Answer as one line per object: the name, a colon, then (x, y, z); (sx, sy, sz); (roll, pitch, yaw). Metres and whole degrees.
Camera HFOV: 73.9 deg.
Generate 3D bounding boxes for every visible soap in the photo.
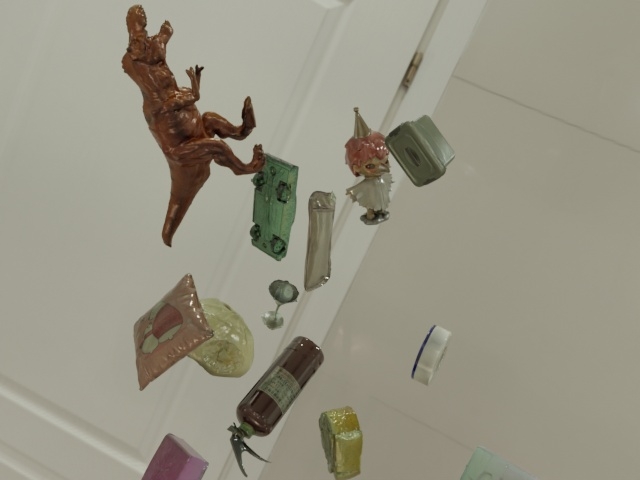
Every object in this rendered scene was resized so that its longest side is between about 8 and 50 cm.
soap: (-0.479, 0.759, 1.382); (0.081, 0.181, 0.259); (38, -24, -26)
soap: (0.512, 0.714, 1.118); (0.115, 0.208, 0.347); (35, -13, -9)

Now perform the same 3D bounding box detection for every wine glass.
wine glass: (-0.165, 0.252, 1.640); (0.122, 0.182, 0.122); (15, 36, -12)

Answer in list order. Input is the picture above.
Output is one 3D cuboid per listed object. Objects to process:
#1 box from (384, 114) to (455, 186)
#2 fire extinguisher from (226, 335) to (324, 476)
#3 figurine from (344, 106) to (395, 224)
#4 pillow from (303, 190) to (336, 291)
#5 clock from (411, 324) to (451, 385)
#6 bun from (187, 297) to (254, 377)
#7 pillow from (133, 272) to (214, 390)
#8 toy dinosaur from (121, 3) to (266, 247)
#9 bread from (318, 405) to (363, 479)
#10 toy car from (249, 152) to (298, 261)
box: (0.267, -0.241, 1.120); (0.172, 0.093, 0.124); (53, -28, -6)
fire extinguisher: (-0.072, 0.272, 0.713); (0.099, 0.071, 0.231); (45, 48, -2)
figurine: (0.167, -0.245, 1.395); (0.207, 0.386, 0.166); (-22, 29, -28)
pillow: (0.000, 0.000, 0.985); (0.038, 0.232, 0.131); (8, 8, 25)
clock: (0.434, 0.447, 1.655); (0.083, 0.230, 0.230); (21, 5, 23)
bun: (-0.387, 0.337, 1.587); (0.364, 0.202, 0.364); (37, -5, 4)
pillow: (-0.389, 0.228, 1.091); (0.084, 0.236, 0.223); (44, 6, -48)
toy dinosaur: (-0.196, -0.147, 0.708); (0.208, 0.431, 0.097); (-3, 36, -7)
bread: (0.075, 0.736, 1.523); (0.124, 0.256, 0.186); (-6, 5, -15)
toy car: (-0.136, -0.098, 1.297); (0.142, 0.320, 0.097); (29, 35, 30)
